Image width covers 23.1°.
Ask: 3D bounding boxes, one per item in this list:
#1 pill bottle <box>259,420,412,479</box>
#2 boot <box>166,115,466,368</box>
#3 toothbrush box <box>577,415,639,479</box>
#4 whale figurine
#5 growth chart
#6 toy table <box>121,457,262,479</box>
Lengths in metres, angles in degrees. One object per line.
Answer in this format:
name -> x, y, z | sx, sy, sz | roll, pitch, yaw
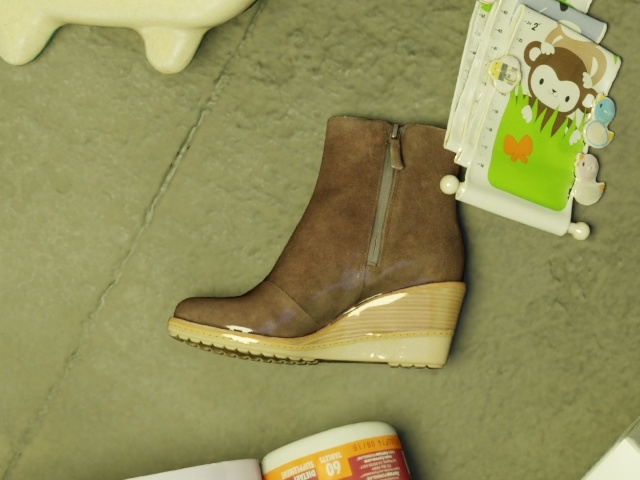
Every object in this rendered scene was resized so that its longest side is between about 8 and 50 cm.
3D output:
pill bottle -> 0.035, 0.268, 1.271 | 0.121, 0.121, 0.221 | -16, 74, -4
boot -> 0.000, 0.000, 1.314 | 0.248, 0.090, 0.207 | 3, 82, -5
toothbrush box -> 0.292, 0.315, 1.241 | 0.295, 0.126, 0.216 | 42, 110, 12
whale figurine -> -0.151, -0.238, 1.260 | 0.272, 0.141, 0.216 | -23, 96, 21
growth chart -> 0.182, -0.126, 1.320 | 0.172, 0.021, 0.237 | 9, 89, -23
toy table -> -0.171, 0.277, 1.235 | 0.274, 0.252, 0.161 | -12, 79, 6
